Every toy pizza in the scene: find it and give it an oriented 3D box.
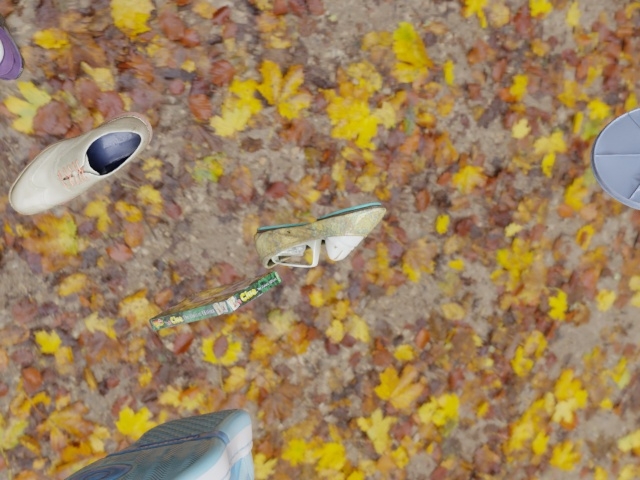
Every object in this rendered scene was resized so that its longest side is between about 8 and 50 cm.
[{"bbox_3d":[0.505,-0.119,1.110,0.201,0.201,0.032,-43,144,-11],"label":"toy pizza"}]

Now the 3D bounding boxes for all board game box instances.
[{"bbox_3d":[-0.206,0.117,1.443,0.136,0.260,0.030,-34,103,-45],"label":"board game box"}]

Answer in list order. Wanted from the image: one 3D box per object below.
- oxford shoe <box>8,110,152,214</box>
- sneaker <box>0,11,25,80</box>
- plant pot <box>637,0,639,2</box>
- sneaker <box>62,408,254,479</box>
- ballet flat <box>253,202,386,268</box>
[{"bbox_3d":[-0.594,-0.184,1.829,0.397,0.146,0.140,-34,111,2],"label":"oxford shoe"},{"bbox_3d":[-0.627,-0.403,1.338,0.107,0.124,0.283,-30,84,8],"label":"sneaker"},{"bbox_3d":[0.496,-0.427,0.959,0.334,0.341,0.341,20,95,-12],"label":"plant pot"},{"bbox_3d":[-0.108,0.263,0.600,0.127,0.319,0.208,-11,87,10],"label":"sneaker"},{"bbox_3d":[0.000,0.000,1.725,0.123,0.349,0.123,29,56,-54],"label":"ballet flat"}]
